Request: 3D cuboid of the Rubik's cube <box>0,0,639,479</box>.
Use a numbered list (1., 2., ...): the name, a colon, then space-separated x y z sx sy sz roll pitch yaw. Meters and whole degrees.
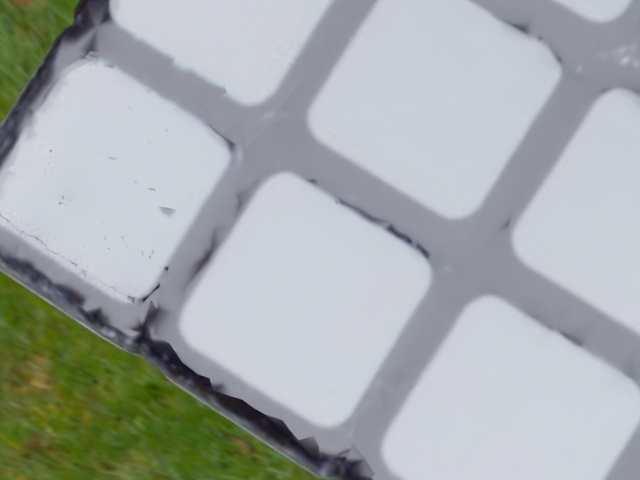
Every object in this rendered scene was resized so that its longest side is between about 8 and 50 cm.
1. Rubik's cube: 0.119 -0.037 0.796 0.343 0.344 0.337 31 89 13
